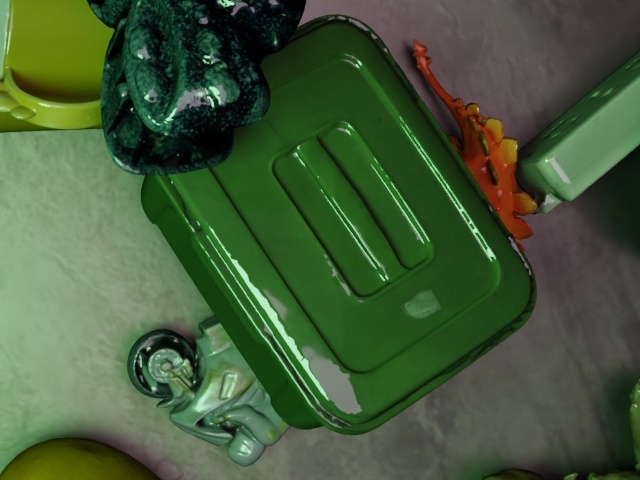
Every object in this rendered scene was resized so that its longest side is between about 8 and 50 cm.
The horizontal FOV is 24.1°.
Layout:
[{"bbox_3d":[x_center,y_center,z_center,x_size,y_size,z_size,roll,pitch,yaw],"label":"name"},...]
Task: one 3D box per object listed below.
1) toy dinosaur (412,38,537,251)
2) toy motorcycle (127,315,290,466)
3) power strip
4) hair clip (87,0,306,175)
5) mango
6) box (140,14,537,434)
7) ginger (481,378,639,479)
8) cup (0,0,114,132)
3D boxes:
[{"bbox_3d":[0.161,-0.063,1.448,0.070,0.117,0.288,-23,101,-12],"label":"toy dinosaur"},{"bbox_3d":[-0.063,0.135,1.422,0.225,0.073,0.152,-16,100,-14],"label":"toy motorcycle"},{"bbox_3d":[0.326,-0.149,1.498,0.338,0.098,0.058,-39,99,-10],"label":"power strip"},{"bbox_3d":[-0.133,-0.215,1.164,0.206,0.194,0.310,-36,89,-28],"label":"hair clip"},{"bbox_3d":[-0.184,0.283,1.349,0.254,0.139,0.175,35,42,-15],"label":"mango"},{"bbox_3d":[0.000,0.000,1.336,0.253,0.178,0.328,-31,84,-26],"label":"box"},{"bbox_3d":[0.342,0.266,1.492,0.375,0.176,0.256,-32,85,-11],"label":"ginger"},{"bbox_3d":[-0.224,-0.163,1.286,0.226,0.241,0.185,2,126,-22],"label":"cup"}]
